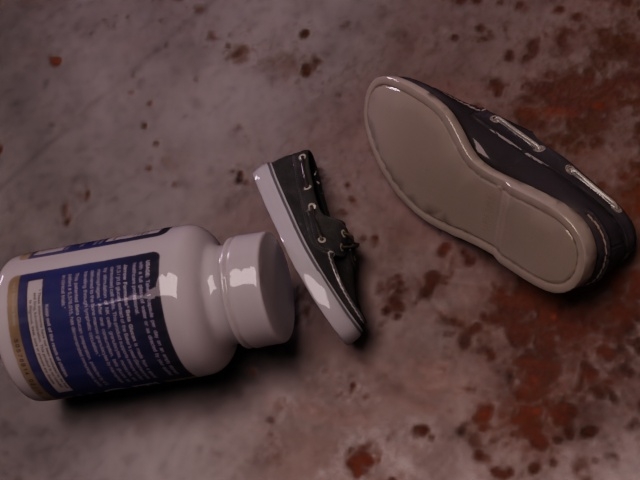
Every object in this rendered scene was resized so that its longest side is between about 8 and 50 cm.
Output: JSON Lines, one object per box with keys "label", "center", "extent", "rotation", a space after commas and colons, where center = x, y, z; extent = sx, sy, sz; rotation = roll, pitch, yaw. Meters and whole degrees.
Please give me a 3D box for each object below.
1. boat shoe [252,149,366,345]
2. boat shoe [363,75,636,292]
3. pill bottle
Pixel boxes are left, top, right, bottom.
{"label": "boat shoe", "center": [0.000, 0.000, 1.224], "extent": [0.040, 0.049, 0.142], "rotation": [-30, 57, 4]}
{"label": "boat shoe", "center": [0.107, -0.039, 1.208], "extent": [0.065, 0.075, 0.206], "rotation": [-16, 42, -38]}
{"label": "pill bottle", "center": [-0.106, 0.042, 1.216], "extent": [0.169, 0.094, 0.094], "rotation": [-10, 63, 16]}
